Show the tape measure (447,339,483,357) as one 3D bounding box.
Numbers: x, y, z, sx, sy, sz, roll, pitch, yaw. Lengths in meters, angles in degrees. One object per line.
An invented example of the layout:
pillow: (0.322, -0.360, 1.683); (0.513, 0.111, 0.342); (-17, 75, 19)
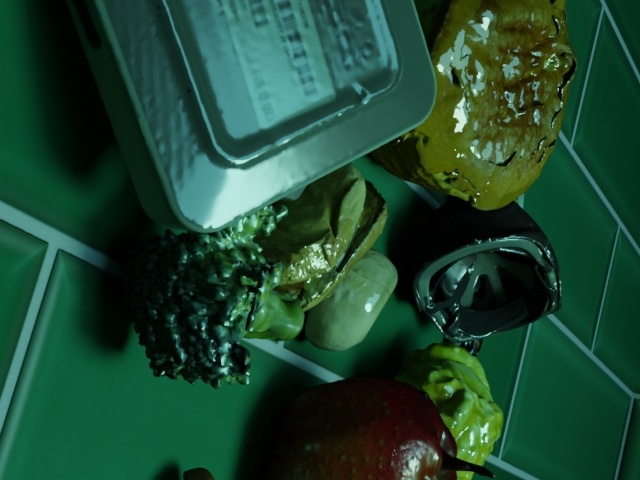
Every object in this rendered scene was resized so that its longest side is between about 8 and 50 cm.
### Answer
tape measure: (0.253, 0.168, 2.224); (0.094, 0.054, 0.091); (80, 31, -44)

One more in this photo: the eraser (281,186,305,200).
eraser: (-0.031, -0.165, 1.522); (0.352, 0.111, 0.077); (-60, 144, -34)

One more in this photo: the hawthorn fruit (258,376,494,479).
hawthorn fruit: (0.078, 0.303, 1.662); (0.254, 0.300, 0.254); (-7, 98, -62)

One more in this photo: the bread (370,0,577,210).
bread: (0.207, -0.237, 1.820); (0.337, 0.204, 0.358); (38, 71, -49)

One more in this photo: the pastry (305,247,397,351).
pastry: (0.038, 0.080, 1.711); (0.156, 0.092, 0.156); (-56, 173, -11)

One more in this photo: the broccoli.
broccoli: (-0.095, 0.040, 1.391); (0.275, 0.177, 0.199); (-22, 122, -61)

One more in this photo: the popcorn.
popcorn: (0.154, 0.279, 1.918); (0.225, 0.174, 0.286); (-43, -171, 12)

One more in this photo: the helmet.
helmet: (0.251, 0.019, 2.016); (0.305, 0.224, 0.177); (62, 17, -51)

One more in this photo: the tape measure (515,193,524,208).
tape measure: (0.291, -0.094, 2.166); (0.175, 0.106, 0.200); (-58, 149, -62)

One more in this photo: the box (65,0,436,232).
box: (-0.062, -0.234, 1.279); (0.373, 0.090, 0.367); (-30, 110, -33)

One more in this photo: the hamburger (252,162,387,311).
hamburger: (0.000, 0.000, 1.613); (0.262, 0.130, 0.124); (-53, 142, -34)

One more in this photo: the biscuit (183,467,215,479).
biscuit: (-0.099, 0.423, 1.488); (0.043, 0.284, 0.306); (-20, 148, -19)
